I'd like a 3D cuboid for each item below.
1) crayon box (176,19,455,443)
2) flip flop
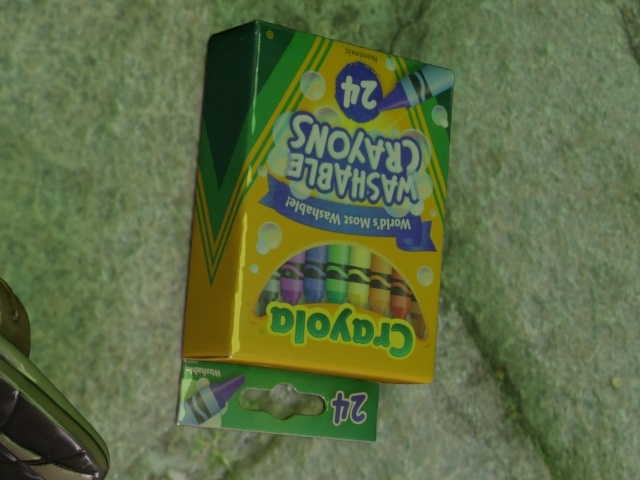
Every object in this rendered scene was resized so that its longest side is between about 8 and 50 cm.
[{"bbox_3d":[0.000,0.000,1.356,0.203,0.083,0.322,10,81,-33],"label":"crayon box"},{"bbox_3d":[-0.245,0.072,1.178,0.277,0.112,0.080,50,35,-18],"label":"flip flop"}]
